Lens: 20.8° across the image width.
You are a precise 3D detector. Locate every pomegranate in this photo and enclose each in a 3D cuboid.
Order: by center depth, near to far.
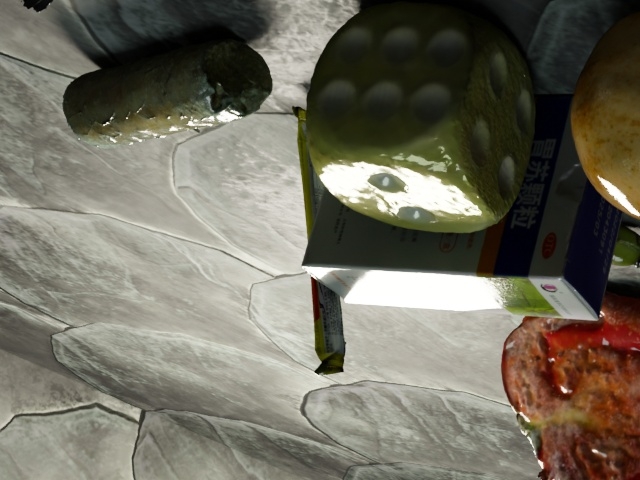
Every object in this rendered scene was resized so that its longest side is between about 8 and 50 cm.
[{"bbox_3d":[0.315,-0.106,1.485,0.207,0.207,0.207,14,160,5],"label":"pomegranate"}]

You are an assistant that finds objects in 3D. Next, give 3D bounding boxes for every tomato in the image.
[{"bbox_3d":[0.392,0.188,2.194,0.309,0.309,0.170,4,-173,30],"label":"tomato"}]

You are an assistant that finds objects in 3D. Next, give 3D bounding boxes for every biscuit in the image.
[{"bbox_3d":[0.000,0.000,1.855,0.026,0.292,0.048,-11,167,26],"label":"biscuit"}]

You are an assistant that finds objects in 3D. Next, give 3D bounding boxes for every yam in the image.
[{"bbox_3d":[-0.163,-0.156,1.853,0.093,0.093,0.259,31,155,-36],"label":"yam"}]

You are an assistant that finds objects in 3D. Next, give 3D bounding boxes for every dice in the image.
[{"bbox_3d":[0.096,-0.114,1.648,0.169,0.166,0.169,4,157,29],"label":"dice"}]

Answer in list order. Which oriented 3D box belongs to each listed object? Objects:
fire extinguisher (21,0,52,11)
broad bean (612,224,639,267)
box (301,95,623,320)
[{"bbox_3d":[-0.229,-0.276,1.571,0.071,0.099,0.231,40,157,0],"label":"fire extinguisher"},{"bbox_3d":[0.252,-0.024,1.933,0.325,0.067,0.075,19,-168,-13],"label":"broad bean"},{"bbox_3d":[0.150,-0.036,1.764,0.299,0.200,0.106,2,155,34],"label":"box"}]
